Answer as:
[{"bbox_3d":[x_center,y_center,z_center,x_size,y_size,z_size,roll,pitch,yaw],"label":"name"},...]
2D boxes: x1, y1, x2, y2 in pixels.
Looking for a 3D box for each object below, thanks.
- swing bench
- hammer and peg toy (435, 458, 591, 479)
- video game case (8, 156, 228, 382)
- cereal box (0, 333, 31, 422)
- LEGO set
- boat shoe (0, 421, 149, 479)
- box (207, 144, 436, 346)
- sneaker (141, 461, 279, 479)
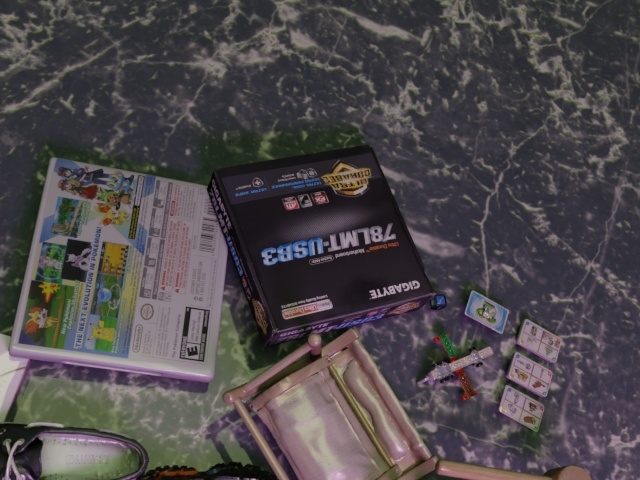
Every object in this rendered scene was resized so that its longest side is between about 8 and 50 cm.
[{"bbox_3d":[0.027,0.277,1.303,0.165,0.255,0.253,-35,78,11],"label":"swing bench"},{"bbox_3d":[0.244,0.478,1.271,0.266,0.127,0.361,21,66,-3],"label":"hammer and peg toy"},{"bbox_3d":[-0.297,0.042,1.388,0.300,0.036,0.329,10,63,-13],"label":"video game case"},{"bbox_3d":[-0.533,0.236,1.273,0.173,0.047,0.240,18,66,-8],"label":"cereal box"},{"bbox_3d":[0.272,0.191,1.492,0.244,0.060,0.182,29,60,-9],"label":"LEGO set"},{"bbox_3d":[-0.389,0.299,1.226,0.303,0.091,0.114,0,73,-26],"label":"boat shoe"},{"bbox_3d":[0.000,0.000,1.446,0.296,0.073,0.293,-11,65,-25],"label":"box"},{"bbox_3d":[-0.152,0.376,1.300,0.221,0.083,0.087,4,95,-17],"label":"sneaker"}]
